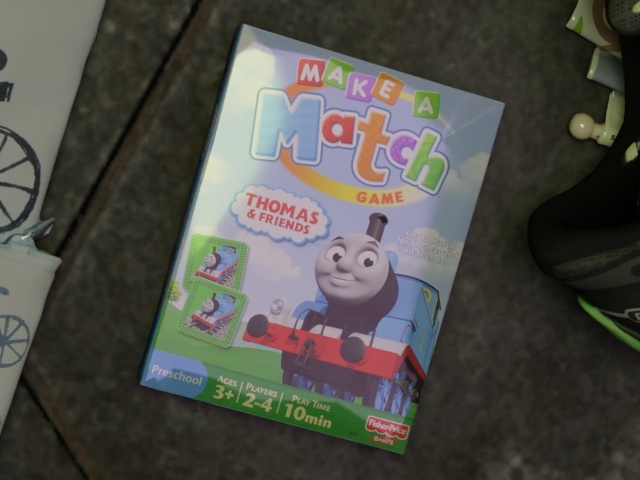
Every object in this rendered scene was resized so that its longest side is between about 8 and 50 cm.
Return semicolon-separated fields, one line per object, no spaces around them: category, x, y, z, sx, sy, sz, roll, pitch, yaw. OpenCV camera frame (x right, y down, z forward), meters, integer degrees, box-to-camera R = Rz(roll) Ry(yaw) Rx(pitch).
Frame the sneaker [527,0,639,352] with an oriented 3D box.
sneaker;0.253;-0.149;0.794;0.202;0.185;0.483;19;106;-10

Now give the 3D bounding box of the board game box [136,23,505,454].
board game box;0.000;0.000;0.894;0.160;0.039;0.212;16;90;-9

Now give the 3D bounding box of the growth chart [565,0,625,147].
growth chart;0.229;-0.151;0.931;0.172;0.021;0.237;12;91;-8

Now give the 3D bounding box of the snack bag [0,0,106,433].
snack bag;-0.264;-0.023;0.770;0.323;0.037;0.343;18;90;-42
